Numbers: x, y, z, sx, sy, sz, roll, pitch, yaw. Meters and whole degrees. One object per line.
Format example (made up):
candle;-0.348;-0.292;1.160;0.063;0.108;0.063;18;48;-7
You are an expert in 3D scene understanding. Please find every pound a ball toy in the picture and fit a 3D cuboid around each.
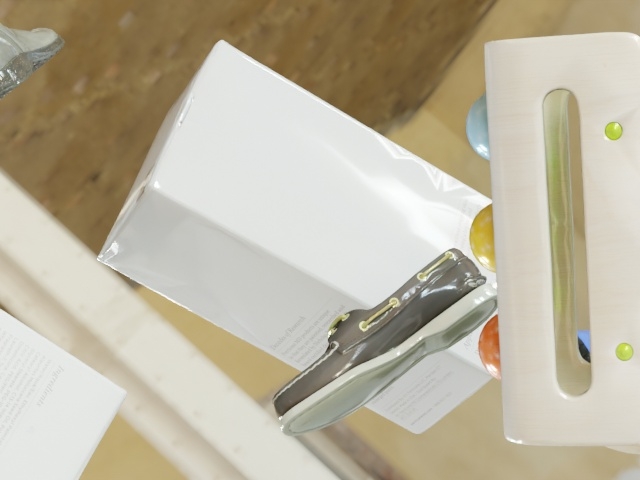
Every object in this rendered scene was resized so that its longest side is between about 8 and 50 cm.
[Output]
pound a ball toy;0.183;0.016;1.066;0.208;0.135;0.319;-19;-73;-72

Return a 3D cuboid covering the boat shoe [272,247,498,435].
boat shoe;0.049;0.088;1.294;0.227;0.069;0.081;-31;-22;-13

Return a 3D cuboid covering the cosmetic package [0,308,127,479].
cosmetic package;-0.302;0.155;1.313;0.151;0.183;0.151;-61;17;-21

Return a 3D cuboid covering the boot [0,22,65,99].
boot;-0.401;-0.260;1.770;0.083;0.161;0.246;-35;13;15

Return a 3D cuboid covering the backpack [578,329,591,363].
backpack;0.326;0.165;1.797;0.101;0.098;0.120;-7;-46;-29

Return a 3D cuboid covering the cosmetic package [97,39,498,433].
cosmetic package;0.000;0.000;1.478;0.156;0.385;0.217;-49;14;49
